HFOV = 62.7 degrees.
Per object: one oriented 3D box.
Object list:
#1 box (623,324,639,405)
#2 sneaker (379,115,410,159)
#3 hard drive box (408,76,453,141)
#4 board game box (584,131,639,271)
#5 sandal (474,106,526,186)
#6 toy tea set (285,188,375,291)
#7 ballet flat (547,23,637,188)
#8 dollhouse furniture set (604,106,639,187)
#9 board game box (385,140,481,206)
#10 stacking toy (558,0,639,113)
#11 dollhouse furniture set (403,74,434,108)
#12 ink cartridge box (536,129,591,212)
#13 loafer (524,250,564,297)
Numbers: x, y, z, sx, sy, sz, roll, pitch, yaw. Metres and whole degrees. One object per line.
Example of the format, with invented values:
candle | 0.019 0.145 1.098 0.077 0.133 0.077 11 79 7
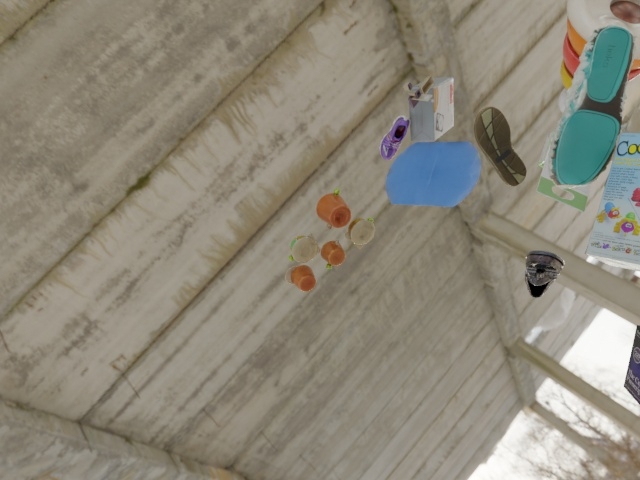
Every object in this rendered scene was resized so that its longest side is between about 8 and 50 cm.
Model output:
box | 0.827 0.336 1.212 0.103 0.261 0.184 4 -72 1
sneaker | 0.247 -0.342 1.779 0.071 0.068 0.170 -73 4 -51
hard drive box | 0.389 -0.462 1.833 0.232 0.089 0.181 -41 -49 -52
board game box | 0.704 -0.075 1.127 0.142 0.144 0.275 16 -89 -39
sandal | 0.373 -0.195 1.106 0.072 0.049 0.180 -33 -72 5
toy tea set | 0.000 0.000 1.659 0.336 0.124 0.200 -43 -56 1
ballet flat | 0.646 -0.304 1.257 0.147 0.147 0.409 22 -93 -51
dollhouse furniture set | 1.208 -0.373 2.248 0.256 0.394 0.362 -57 -7 -20
board game box | 0.199 -0.109 0.916 0.033 0.168 0.133 47 -123 -48
stacking toy | 0.906 -0.587 1.717 0.350 0.350 0.480 -41 -19 -16
dollhouse furniture set | 0.325 -0.469 1.594 0.114 0.081 0.091 -53 -46 -16
ink cartridge box | 0.780 -0.216 1.675 0.056 0.171 0.235 116 177 -76
loafer | 0.681 0.109 1.614 0.302 0.109 0.095 39 -116 -64
